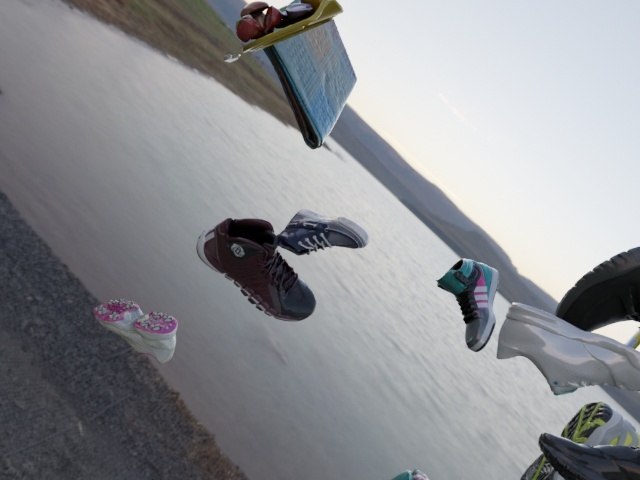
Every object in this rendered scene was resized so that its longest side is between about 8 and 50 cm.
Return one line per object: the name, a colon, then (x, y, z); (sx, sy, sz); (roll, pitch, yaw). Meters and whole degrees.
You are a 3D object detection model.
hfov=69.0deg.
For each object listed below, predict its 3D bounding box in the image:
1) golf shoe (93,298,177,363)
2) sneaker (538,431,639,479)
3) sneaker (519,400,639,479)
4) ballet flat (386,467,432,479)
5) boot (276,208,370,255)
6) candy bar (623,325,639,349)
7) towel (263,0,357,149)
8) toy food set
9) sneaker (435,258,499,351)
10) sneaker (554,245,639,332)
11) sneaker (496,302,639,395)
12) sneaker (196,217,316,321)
golf shoe: (-0.538, 0.262, 1.339); (0.306, 0.140, 0.115); (13, 25, 29)
sneaker: (0.544, 0.416, 0.832); (0.286, 0.130, 0.109); (22, -22, 32)
sneaker: (0.582, 0.556, 1.067); (0.147, 0.384, 0.145); (35, 19, 11)
ballet flat: (0.069, 0.363, 0.589); (0.077, 0.241, 0.091); (39, 40, -5)
boot: (0.000, 0.000, 0.868); (0.190, 0.086, 0.069); (16, -33, 47)
candy bar: (0.657, 0.232, 1.000); (0.018, 0.161, 0.040); (53, -18, 10)
towel: (-0.012, -0.409, 1.070); (0.271, 0.040, 0.370); (62, 32, -32)
toy food set: (-0.075, -0.364, 0.758); (0.128, 0.218, 0.071); (-85, 154, -68)
sneaker: (0.428, 0.169, 1.389); (0.178, 0.124, 0.295); (27, 53, -7)
sneaker: (0.519, 0.069, 0.687); (0.125, 0.341, 0.139); (15, 45, -44)
sneaker: (0.332, 0.161, 0.591); (0.212, 0.094, 0.080); (22, -4, 22)
sneaker: (-0.094, 0.054, 0.893); (0.281, 0.162, 0.106); (35, 53, -18)
